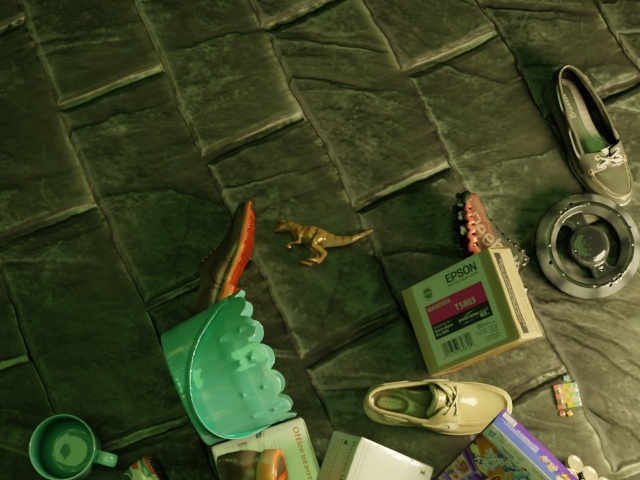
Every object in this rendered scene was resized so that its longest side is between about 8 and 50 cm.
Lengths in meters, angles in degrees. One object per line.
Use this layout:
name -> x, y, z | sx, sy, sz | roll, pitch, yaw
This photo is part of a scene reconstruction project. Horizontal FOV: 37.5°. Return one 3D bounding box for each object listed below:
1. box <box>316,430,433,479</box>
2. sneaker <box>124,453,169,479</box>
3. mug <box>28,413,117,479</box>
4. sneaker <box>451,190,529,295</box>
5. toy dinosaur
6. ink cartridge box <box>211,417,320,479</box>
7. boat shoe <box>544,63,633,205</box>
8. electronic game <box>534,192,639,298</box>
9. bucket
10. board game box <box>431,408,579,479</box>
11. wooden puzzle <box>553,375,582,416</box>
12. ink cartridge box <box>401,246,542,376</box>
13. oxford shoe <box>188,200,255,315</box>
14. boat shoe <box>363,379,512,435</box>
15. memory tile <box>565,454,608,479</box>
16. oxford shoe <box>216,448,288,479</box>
box -> 0.092, 0.483, 1.804 | 0.182, 0.119, 0.181 | 28, 73, -24
sneaker -> -0.334, 0.510, 1.874 | 0.075, 0.057, 0.161 | -32, 76, 9
mug -> -0.492, 0.424, 1.872 | 0.129, 0.097, 0.158 | -42, 78, -12
sneaker -> 0.363, 0.020, 1.989 | 0.135, 0.097, 0.276 | -14, 76, -3
toy dinosaur -> 0.000, 0.000, 2.015 | 0.211, 0.064, 0.112 | 12, 72, 4
ink cartridge box -> -0.104, 0.448, 1.870 | 0.190, 0.082, 0.140 | -17, 74, -6
boat shoe -> 0.588, -0.232, 2.063 | 0.112, 0.095, 0.335 | -22, 74, -6
electronic game -> 0.571, 0.012, 2.014 | 0.229, 0.048, 0.229 | 0, 81, -1
bucket -> -0.180, 0.255, 1.841 | 0.183, 0.281, 0.281 | -24, 75, -3
board game box -> 0.392, 0.525, 1.779 | 0.347, 0.078, 0.233 | 43, 118, 12
wooden puzzle -> 0.509, 0.321, 1.943 | 0.049, 0.006, 0.083 | -9, 73, -2
ink cartridge box -> 0.298, 0.145, 1.889 | 0.234, 0.088, 0.193 | -31, 70, 37
oxford shoe -> -0.206, 0.038, 1.990 | 0.098, 0.097, 0.271 | 12, 74, 10
boat shoe -> 0.238, 0.330, 1.894 | 0.302, 0.098, 0.109 | 3, 73, 1
memory tile -> 0.513, 0.501, 1.845 | 0.113, 0.012, 0.148 | 36, 46, -1
oxford shoe -> -0.129, 0.561, 1.777 | 0.132, 0.130, 0.364 | 0, 100, 11
